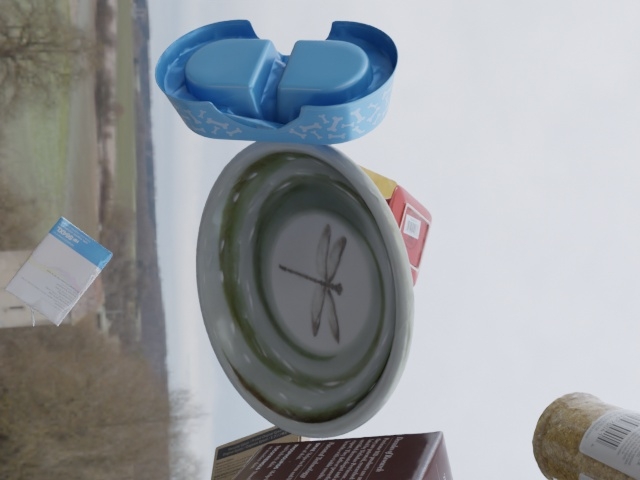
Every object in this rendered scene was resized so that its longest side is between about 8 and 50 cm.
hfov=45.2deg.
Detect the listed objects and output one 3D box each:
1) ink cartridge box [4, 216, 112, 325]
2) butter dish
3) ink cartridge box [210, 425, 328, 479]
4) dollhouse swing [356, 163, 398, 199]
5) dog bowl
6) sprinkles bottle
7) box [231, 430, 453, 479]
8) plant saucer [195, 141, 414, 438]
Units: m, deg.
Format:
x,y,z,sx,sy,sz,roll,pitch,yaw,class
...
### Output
x,y,z,sx,sy,sz,roll,pitch,yaw,class
-0.379,0.051,1.098,0.143,0.090,0.092,-54,-165,-14,ink cartridge box
0.127,-0.009,1.471,0.118,0.160,0.160,6,-108,38,butter dish
-0.046,0.425,1.354,0.235,0.193,0.088,48,28,-33,ink cartridge box
0.000,0.000,1.877,0.305,0.346,0.315,-57,169,-56,dollhouse swing
-0.051,-0.191,0.939,0.074,0.297,0.166,79,21,-48,dog bowl
0.362,0.247,0.772,0.355,0.121,0.121,-174,-99,-71,sprinkles bottle
0.020,0.295,0.723,0.167,0.203,0.169,-28,106,-68,box
-0.014,0.058,1.040,0.400,0.100,0.401,8,-79,43,plant saucer
